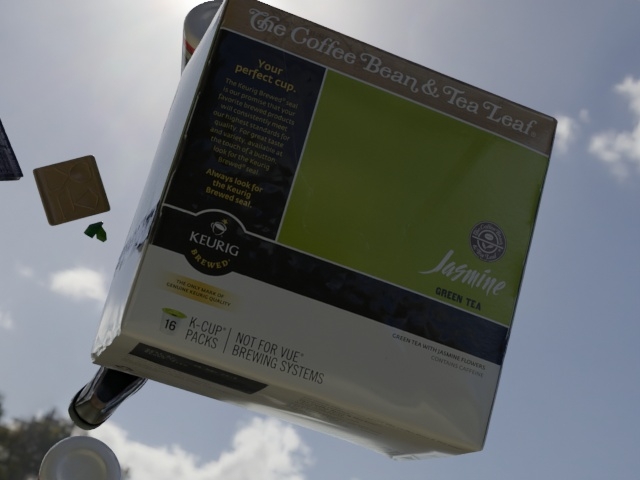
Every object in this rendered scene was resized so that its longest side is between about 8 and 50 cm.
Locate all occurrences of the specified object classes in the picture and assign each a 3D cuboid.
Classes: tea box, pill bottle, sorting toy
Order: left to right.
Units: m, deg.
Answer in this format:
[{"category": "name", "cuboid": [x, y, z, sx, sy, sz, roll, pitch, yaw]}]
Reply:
[{"category": "pill bottle", "cuboid": [-0.379, 0.388, 1.931, 0.121, 0.121, 0.216, 21, -30, -5]}, {"category": "sorting toy", "cuboid": [-0.229, -0.034, 1.168, 0.062, 0.083, 0.012, -16, -6, -24]}, {"category": "pill bottle", "cuboid": [-0.130, -0.214, 1.632, 0.108, 0.108, 0.180, 17, -42, 5]}, {"category": "tea box", "cuboid": [0.000, 0.000, 1.155, 0.329, 0.323, 0.220, 21, -16, -12]}]

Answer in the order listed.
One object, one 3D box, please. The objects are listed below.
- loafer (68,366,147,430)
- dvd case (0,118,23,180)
[{"category": "loafer", "cuboid": [-0.353, 0.235, 2.255, 0.096, 0.267, 0.084, 41, -49, -8]}, {"category": "dvd case", "cuboid": [-0.545, -0.160, 1.843, 0.018, 0.164, 0.221, -27, -8, 27]}]
